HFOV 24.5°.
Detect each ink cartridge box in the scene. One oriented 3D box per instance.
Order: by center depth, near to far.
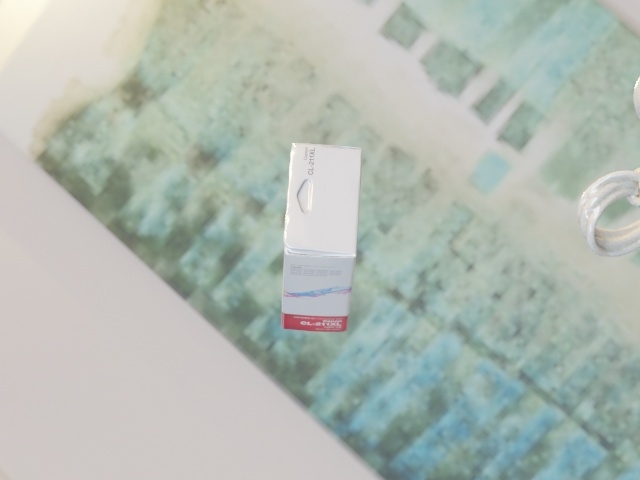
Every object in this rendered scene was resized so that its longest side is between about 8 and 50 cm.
[{"bbox_3d":[0.000,0.000,1.498,0.175,0.072,0.127,96,179,-62],"label":"ink cartridge box"}]

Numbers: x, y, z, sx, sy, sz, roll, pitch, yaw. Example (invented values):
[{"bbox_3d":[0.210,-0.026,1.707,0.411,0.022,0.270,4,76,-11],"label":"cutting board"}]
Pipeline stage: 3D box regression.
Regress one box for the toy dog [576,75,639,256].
[{"bbox_3d":[0.416,-0.034,1.310,0.334,0.161,0.220,7,-63,-27],"label":"toy dog"}]
